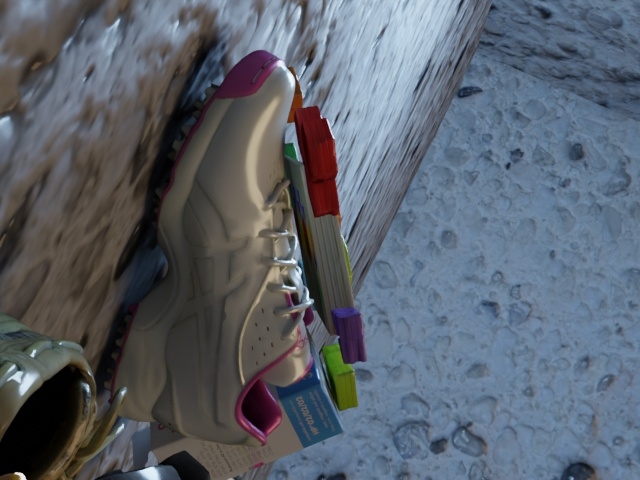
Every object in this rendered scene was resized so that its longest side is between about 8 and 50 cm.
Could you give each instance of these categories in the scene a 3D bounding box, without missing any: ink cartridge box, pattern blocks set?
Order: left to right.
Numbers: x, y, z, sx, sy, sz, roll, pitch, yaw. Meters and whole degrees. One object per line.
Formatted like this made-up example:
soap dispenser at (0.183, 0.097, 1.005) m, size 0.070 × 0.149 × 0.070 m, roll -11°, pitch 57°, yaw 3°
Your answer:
ink cartridge box at (-0.083, 0.140, 0.873) m, size 0.104 × 0.181 × 0.061 m, roll -111°, pitch 178°, yaw -57°
pattern blocks set at (0.000, 0.000, 0.877) m, size 0.325 × 0.026 × 0.285 m, roll -118°, pitch -162°, yaw -72°

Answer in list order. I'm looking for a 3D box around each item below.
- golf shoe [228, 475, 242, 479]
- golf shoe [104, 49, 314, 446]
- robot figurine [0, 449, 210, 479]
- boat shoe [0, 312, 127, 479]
golf shoe at (-0.156, 0.351, 1.390) m, size 0.198 × 0.077 × 0.094 m, roll 103°, pitch 14°, yaw -55°
golf shoe at (-0.052, 0.018, 0.744) m, size 0.115 × 0.140 × 0.306 m, roll -51°, pitch 163°, yaw -59°
robot figurine at (-0.142, 0.160, 0.413) m, size 0.211 × 0.085 × 0.291 m, roll -20°, pitch 165°, yaw -19°
boat shoe at (-0.145, 0.086, 0.467) m, size 0.285 × 0.089 × 0.104 m, roll 86°, pitch 29°, yaw -77°
